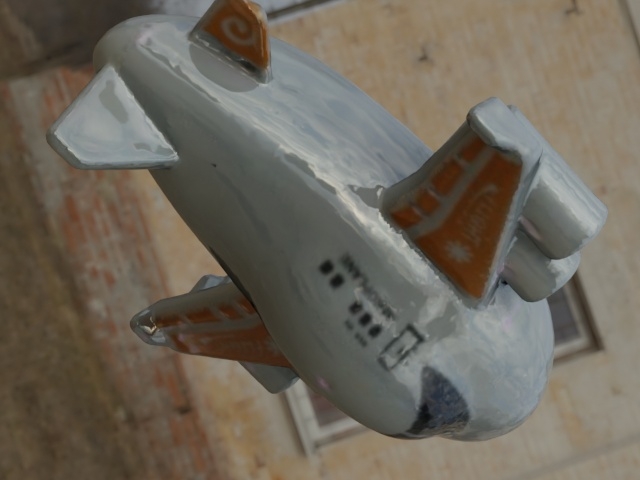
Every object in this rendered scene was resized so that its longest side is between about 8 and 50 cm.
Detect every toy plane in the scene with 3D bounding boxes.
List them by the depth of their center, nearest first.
[{"bbox_3d":[0.000,0.000,0.633,0.117,0.245,0.244,-58,146,-41],"label":"toy plane"}]
